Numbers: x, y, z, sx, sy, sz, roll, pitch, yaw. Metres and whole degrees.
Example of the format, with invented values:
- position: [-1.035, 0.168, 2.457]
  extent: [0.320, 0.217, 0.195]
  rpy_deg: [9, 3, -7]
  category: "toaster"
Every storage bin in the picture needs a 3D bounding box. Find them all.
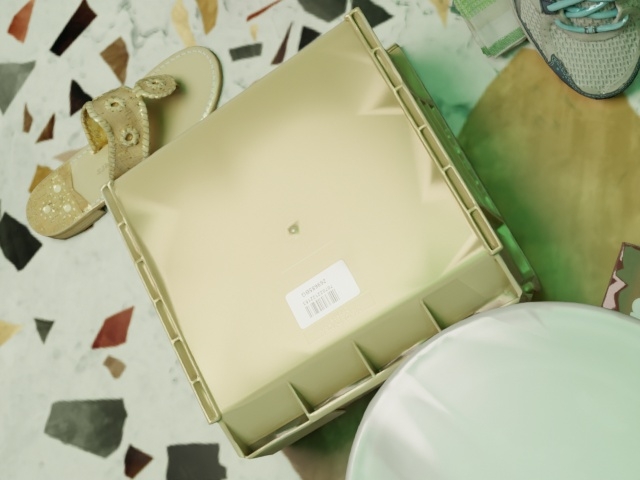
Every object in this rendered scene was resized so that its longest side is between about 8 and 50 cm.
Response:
- position: [0.000, 0.000, 0.784]
  extent: [0.262, 0.123, 0.260]
  rpy_deg: [-32, 73, 13]
  category: "storage bin"

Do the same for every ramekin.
- position: [0.161, 0.179, 0.663]
  extent: [0.273, 0.127, 0.272]
  rpy_deg: [-3, 81, 20]
  category: "ramekin"

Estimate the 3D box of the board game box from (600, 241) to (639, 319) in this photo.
- position: [0.249, 0.155, 0.717]
  extent: [0.145, 0.027, 0.281]
  rpy_deg: [18, 88, 23]
  category: "board game box"

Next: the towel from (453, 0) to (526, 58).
- position: [0.144, -0.235, 0.771]
  extent: [0.113, 0.023, 0.152]
  rpy_deg: [-32, 113, 11]
  category: "towel"

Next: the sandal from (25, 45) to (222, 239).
- position: [-0.193, -0.092, 0.893]
  extent: [0.240, 0.079, 0.088]
  rpy_deg: [-42, 70, 10]
  category: "sandal"

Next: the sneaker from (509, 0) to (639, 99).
- position: [0.170, -0.209, 0.683]
  extent: [0.110, 0.283, 0.122]
  rpy_deg: [-8, 37, 21]
  category: "sneaker"
